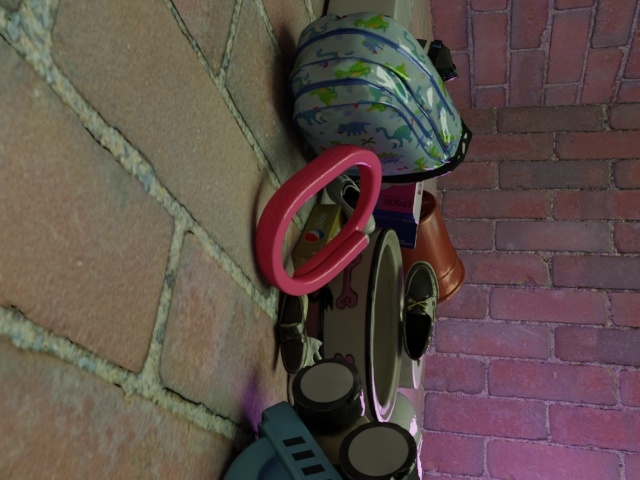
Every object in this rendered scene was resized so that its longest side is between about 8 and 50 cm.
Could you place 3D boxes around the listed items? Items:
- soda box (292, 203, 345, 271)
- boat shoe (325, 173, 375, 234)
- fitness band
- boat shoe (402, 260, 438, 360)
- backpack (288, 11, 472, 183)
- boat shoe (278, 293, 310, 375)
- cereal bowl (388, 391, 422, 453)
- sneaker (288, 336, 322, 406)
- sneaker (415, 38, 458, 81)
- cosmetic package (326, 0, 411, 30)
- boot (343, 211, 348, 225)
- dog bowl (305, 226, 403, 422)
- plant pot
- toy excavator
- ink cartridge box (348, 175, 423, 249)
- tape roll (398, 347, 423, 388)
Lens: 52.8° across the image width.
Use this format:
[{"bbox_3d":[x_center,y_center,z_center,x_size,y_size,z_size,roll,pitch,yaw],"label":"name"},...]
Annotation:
[{"bbox_3d":[0.000,0.000,1.244,0.181,0.058,0.061,-69,154,-52],"label":"soda box"},{"bbox_3d":[0.058,-0.091,1.320,0.063,0.066,0.184,87,-14,-48],"label":"boat shoe"},{"bbox_3d":[0.007,-0.034,1.068,0.291,0.054,0.209,-42,140,-31],"label":"fitness band"},{"bbox_3d":[0.229,0.163,1.483,0.069,0.081,0.228,-45,137,-74],"label":"boat shoe"},{"bbox_3d":[0.089,-0.247,1.169,0.273,0.290,0.356,-66,147,-33],"label":"backpack"},{"bbox_3d":[-0.050,0.151,1.093,0.049,0.056,0.152,48,36,-61],"label":"boat shoe"},{"bbox_3d":[0.180,0.559,1.674,0.339,0.141,0.339,11,90,-75],"label":"cereal bowl"},{"bbox_3d":[-0.025,0.245,1.165,0.054,0.061,0.152,-47,138,-70],"label":"sneaker"},{"bbox_3d":[0.240,-0.333,1.416,0.079,0.121,0.217,-30,123,-75],"label":"sneaker"},{"bbox_3d":[0.106,-0.453,1.420,0.217,0.156,0.385,65,29,-61],"label":"cosmetic package"},{"bbox_3d":[0.075,-0.016,1.466,0.106,0.037,0.114,47,-16,36],"label":"boot"},{"bbox_3d":[0.076,0.175,1.363,0.408,0.150,0.408,2,90,-74],"label":"dog bowl"},{"bbox_3d":[0.260,0.012,1.860,0.272,0.272,0.265,-71,148,-48],"label":"plant pot"},{"bbox_3d":[-0.053,0.426,0.834,0.433,0.445,0.223,44,-29,50],"label":"toy excavator"},{"bbox_3d":[0.158,-0.171,1.532,0.069,0.175,0.371,-9,106,-66],"label":"ink cartridge box"},{"bbox_3d":[0.178,0.262,1.699,0.246,0.169,0.246,1,90,-74],"label":"tape roll"}]
